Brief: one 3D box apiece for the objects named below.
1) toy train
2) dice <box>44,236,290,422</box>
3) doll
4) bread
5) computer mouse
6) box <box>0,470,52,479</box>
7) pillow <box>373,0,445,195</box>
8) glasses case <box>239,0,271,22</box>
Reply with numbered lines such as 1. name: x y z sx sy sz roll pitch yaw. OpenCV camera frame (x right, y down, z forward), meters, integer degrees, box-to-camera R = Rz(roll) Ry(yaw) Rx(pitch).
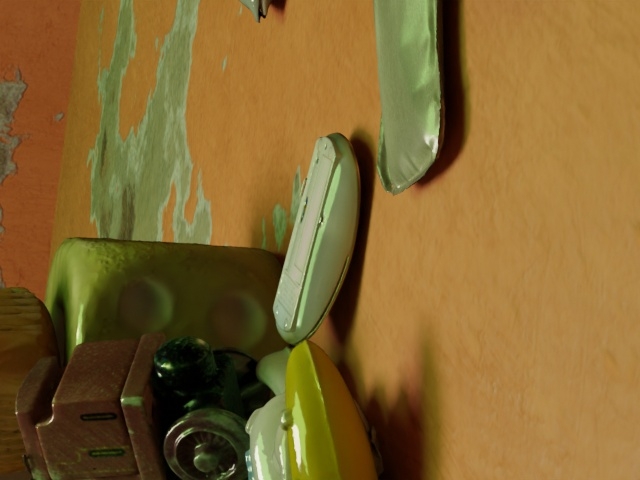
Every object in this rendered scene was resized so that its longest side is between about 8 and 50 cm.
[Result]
1. toy train: -0.147 0.229 1.414 0.150 0.222 0.304 -80 -18 -62
2. dice: -0.168 0.118 1.596 0.227 0.233 0.238 -176 88 -72
3. doll: -0.005 0.193 1.255 0.237 0.111 0.252 96 161 -75
4. bread: -0.320 0.141 1.513 0.132 0.114 0.190 -39 59 52
5. computer mouse: 0.002 0.000 1.378 0.102 0.045 0.199 -136 59 -71
6. box: -0.261 0.336 1.770 0.301 0.301 0.216 -108 23 -50
7. pillow: 0.072 -0.158 1.202 0.131 0.038 0.232 149 122 -66
8. glasses case: -0.065 -0.385 1.613 0.128 0.083 0.308 -109 28 -52
